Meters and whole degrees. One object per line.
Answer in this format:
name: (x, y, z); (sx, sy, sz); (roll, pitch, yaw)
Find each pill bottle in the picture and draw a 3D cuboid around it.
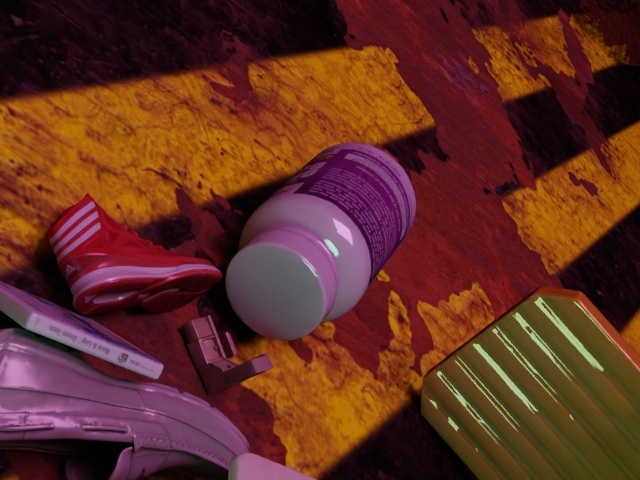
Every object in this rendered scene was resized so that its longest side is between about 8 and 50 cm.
pill bottle: (0.000, 0.000, 1.378); (0.169, 0.169, 0.301); (54, 31, -7)

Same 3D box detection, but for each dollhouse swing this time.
dollhouse swing: (0.284, 0.292, 1.367); (0.305, 0.347, 0.315); (41, 34, -10)

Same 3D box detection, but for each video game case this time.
video game case: (-0.237, 0.076, 1.016); (0.143, 0.157, 0.019); (30, 84, -39)

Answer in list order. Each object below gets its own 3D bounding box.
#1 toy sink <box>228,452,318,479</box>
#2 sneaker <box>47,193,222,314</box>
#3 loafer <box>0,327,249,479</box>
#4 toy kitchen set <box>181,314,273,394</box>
toy sink: (-0.070, 0.338, 1.019); (0.153, 0.131, 0.234); (31, 45, -37)
sneaker: (-0.197, 0.005, 1.177); (0.128, 0.087, 0.221); (60, 21, 16)
loafer: (-0.196, 0.180, 1.013); (0.319, 0.112, 0.111); (27, 55, -37)
toy kitchen set: (-0.095, 0.115, 1.231); (0.068, 0.075, 0.083); (-10, 76, -58)
